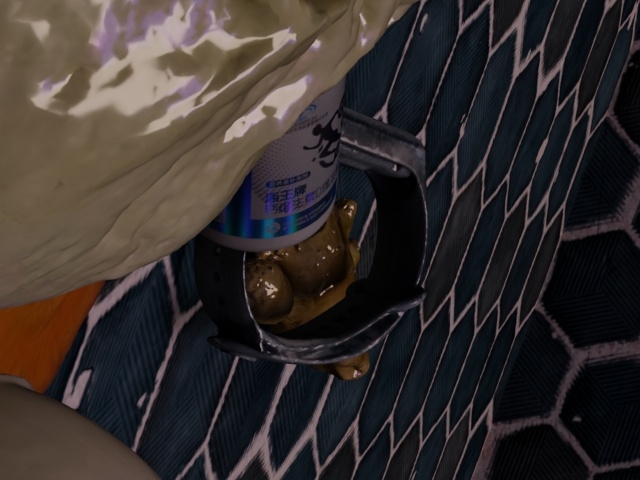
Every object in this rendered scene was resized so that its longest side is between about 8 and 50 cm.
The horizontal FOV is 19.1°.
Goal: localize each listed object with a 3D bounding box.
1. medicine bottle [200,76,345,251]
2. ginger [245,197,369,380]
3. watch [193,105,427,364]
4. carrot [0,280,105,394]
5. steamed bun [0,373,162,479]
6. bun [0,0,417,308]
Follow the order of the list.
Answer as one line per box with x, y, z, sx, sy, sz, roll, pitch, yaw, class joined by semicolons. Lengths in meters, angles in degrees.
-0.038;-0.092;1.176;0.191;0.107;0.107;94;22;-47;medicine bottle
-0.008;0.032;1.495;0.205;0.081;0.115;52;40;-61;ginger
0.000;0.000;1.372;0.206;0.068;0.193;19;85;-47;watch
-0.148;-0.023;0.910;0.307;0.100;0.258;-44;153;-63;carrot
-0.188;0.217;0.687;0.374;0.334;0.334;-45;152;-45;steamed bun
-0.072;-0.149;0.661;0.361;0.213;0.361;-6;97;-52;bun
